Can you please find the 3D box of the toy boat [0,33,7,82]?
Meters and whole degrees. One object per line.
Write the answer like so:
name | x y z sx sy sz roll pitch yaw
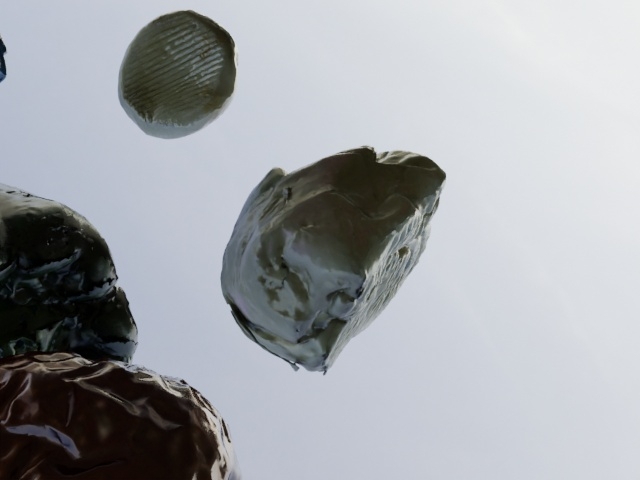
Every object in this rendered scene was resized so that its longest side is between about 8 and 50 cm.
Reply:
toy boat | -0.455 -0.279 1.240 0.100 0.097 0.223 -30 -89 -7

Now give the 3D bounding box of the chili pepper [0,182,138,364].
chili pepper | -0.308 0.059 0.913 0.233 0.248 0.257 -16 -147 -39

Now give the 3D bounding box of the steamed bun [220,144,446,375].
steamed bun | 0.000 0.000 1.266 0.207 0.268 0.280 36 -123 14

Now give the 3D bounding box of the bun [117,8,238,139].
bun | -0.183 -0.218 1.408 0.183 0.183 0.102 47 -173 21

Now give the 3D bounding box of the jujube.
jujube | -0.172 0.177 0.740 0.232 0.213 0.213 10 -144 21
